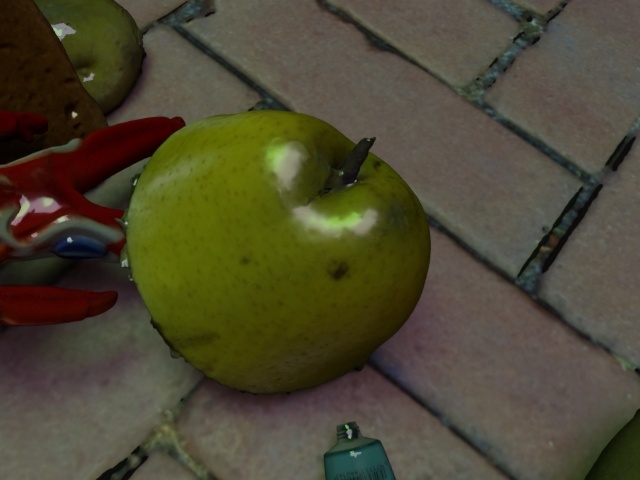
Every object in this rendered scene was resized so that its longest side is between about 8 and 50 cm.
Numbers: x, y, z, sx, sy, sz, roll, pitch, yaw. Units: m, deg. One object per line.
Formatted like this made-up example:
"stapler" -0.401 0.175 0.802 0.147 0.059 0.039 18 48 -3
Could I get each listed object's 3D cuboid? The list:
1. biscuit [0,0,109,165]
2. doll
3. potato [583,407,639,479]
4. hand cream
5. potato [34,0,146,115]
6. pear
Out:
"biscuit" -0.319 -0.101 0.474 0.052 0.277 0.262 17 58 33
"doll" -0.241 -0.019 0.449 0.384 0.099 0.188 -10 65 -46
"potato" 0.278 0.221 0.443 0.174 0.159 0.251 40 54 -13
"hand cream" 0.050 0.254 0.465 0.083 0.048 0.224 -10 72 -11
"potato" -0.297 -0.181 0.605 0.243 0.098 0.138 -22 70 -15
"pear" -0.002 0.000 0.460 0.267 0.178 0.266 7 78 -32
